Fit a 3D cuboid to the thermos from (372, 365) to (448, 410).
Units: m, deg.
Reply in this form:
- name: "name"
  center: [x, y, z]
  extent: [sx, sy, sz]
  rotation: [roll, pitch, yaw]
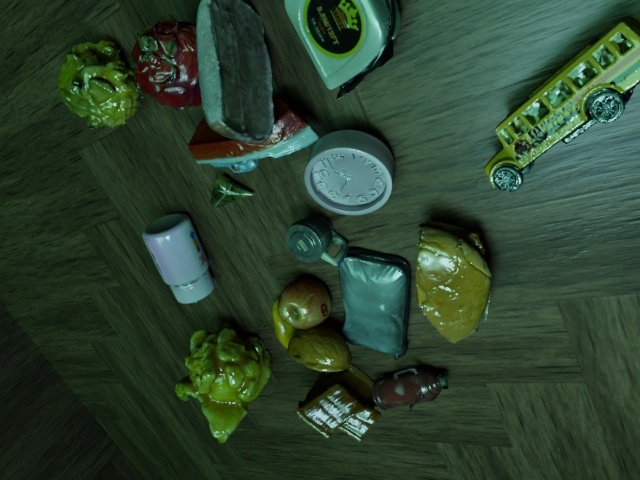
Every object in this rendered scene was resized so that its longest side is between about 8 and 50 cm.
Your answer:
- name: "thermos"
  center: [0.258, 0.412, 1.499]
  extent: [0.232, 0.099, 0.124]
  rotation: [-29, 103, 43]

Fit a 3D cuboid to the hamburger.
- name: "hamburger"
  center: [0.298, 0.088, 1.208]
  extent: [0.282, 0.155, 0.245]
  rotation: [40, 127, -6]

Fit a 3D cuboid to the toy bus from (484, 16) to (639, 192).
- name: "toy bus"
  center: [0.420, -0.224, 0.925]
  extent: [0.123, 0.121, 0.335]
  rotation: [50, 133, 2]

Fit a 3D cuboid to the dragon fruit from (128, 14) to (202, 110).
- name: "dragon fruit"
  center: [-0.310, -0.383, 1.172]
  extent: [0.193, 0.274, 0.192]
  rotation: [23, 94, 8]

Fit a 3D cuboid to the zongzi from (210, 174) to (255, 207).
- name: "zongzi"
  center: [-0.242, -0.117, 1.457]
  extent: [0.113, 0.052, 0.104]
  rotation: [24, 141, -3]

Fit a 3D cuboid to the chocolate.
- name: "chocolate"
  center: [-0.183, -0.345, 1.081]
  extent: [0.100, 0.185, 0.303]
  rotation: [-7, 85, 33]

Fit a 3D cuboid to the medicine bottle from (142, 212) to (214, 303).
- name: "medicine bottle"
  center: [-0.427, 0.056, 1.620]
  extent: [0.152, 0.152, 0.254]
  rotation: [2, 123, 30]

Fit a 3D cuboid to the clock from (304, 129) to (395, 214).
- name: "clock"
  center: [0.065, -0.148, 1.187]
  extent: [0.197, 0.068, 0.197]
  rotation: [8, 138, 7]

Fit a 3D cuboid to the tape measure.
- name: "tape measure"
  center: [0.065, -0.409, 1.013]
  extent: [0.207, 0.115, 0.235]
  rotation: [-10, 120, 42]

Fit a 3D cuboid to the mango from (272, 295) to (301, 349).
- name: "mango"
  center: [-0.096, 0.262, 1.606]
  extent: [0.075, 0.098, 0.190]
  rotation: [-10, 111, 26]

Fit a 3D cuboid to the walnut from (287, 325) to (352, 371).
- name: "walnut"
  center: [0.001, 0.290, 1.497]
  extent: [0.211, 0.167, 0.087]
  rotation: [15, 109, 50]

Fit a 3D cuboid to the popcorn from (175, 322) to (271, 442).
- name: "popcorn"
  center: [-0.336, 0.441, 1.731]
  extent: [0.325, 0.321, 0.290]
  rotation: [-13, 116, 17]

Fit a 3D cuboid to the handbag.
- name: "handbag"
  center: [0.144, 0.178, 1.422]
  extent: [0.191, 0.075, 0.332]
  rotation: [10, 124, 21]

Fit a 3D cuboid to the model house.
- name: "model house"
  center: [0.056, 0.510, 1.611]
  extent: [0.199, 0.229, 0.219]
  rotation: [45, 134, 3]

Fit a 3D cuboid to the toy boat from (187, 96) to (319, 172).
- name: "toy boat"
  center: [-0.150, -0.236, 1.253]
  extent: [0.332, 0.145, 0.133]
  rotation: [-3, 144, 35]

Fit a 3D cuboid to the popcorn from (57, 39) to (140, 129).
- name: "popcorn"
  center: [-0.571, -0.398, 1.362]
  extent: [0.218, 0.169, 0.189]
  rotation: [31, 135, 0]

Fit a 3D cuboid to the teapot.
- name: "teapot"
  center: [-0.003, -0.009, 1.345]
  extent: [0.149, 0.108, 0.111]
  rotation: [12, 126, 29]

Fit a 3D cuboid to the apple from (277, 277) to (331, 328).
- name: "apple"
  center: [-0.048, 0.179, 1.492]
  extent: [0.146, 0.131, 0.146]
  rotation: [16, 126, 23]
